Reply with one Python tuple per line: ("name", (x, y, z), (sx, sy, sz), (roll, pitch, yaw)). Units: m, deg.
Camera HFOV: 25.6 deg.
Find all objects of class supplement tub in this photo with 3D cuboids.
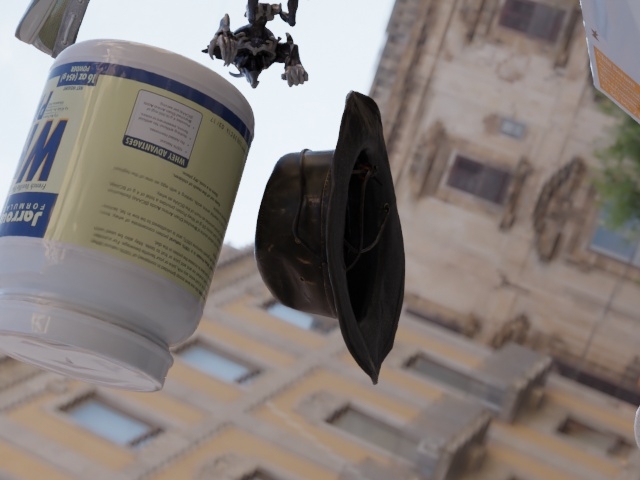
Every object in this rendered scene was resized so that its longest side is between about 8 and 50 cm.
("supplement tub", (-0.217, -0.023, 1.498), (0.235, 0.235, 0.325), (58, -135, -65))

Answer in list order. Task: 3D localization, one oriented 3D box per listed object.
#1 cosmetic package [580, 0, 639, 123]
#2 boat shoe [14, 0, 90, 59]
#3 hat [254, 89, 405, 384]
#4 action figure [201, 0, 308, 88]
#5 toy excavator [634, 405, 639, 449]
("cosmetic package", (0.512, -0.331, 2.067), (0.161, 0.230, 0.453), (-38, -32, -6))
("boat shoe", (-0.357, -0.409, 2.178), (0.320, 0.103, 0.118), (-47, 21, 28))
("hat", (0.000, 0.000, 1.562), (0.331, 0.134, 0.331), (-3, -90, -76))
("action figure", (-0.095, -0.311, 2.186), (0.276, 0.164, 0.141), (111, 163, -54))
("toy excavator", (0.545, 0.354, 1.454), (0.222, 0.445, 0.433), (1, -95, -51))
